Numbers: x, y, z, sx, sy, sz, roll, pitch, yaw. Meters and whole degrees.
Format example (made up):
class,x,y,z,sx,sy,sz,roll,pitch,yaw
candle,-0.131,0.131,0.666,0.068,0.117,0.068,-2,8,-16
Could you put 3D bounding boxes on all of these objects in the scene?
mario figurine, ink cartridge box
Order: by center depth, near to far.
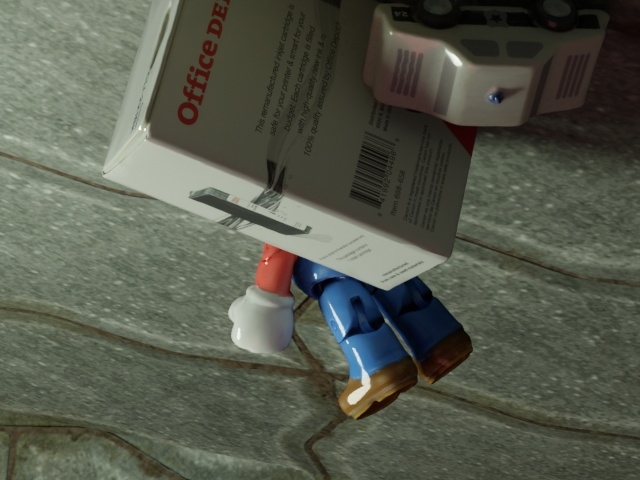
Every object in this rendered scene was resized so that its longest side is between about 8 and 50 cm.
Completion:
class,x,y,z,sx,sy,sz,roll,pitch,yaw
ink cartridge box,-0.018,-0.104,1.473,0.273,0.197,0.114,22,155,-20
mario figurine,0.000,0.000,1.619,0.170,0.320,0.198,-34,167,23

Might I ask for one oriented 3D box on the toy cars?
class,x,y,z,sx,sy,sz,roll,pitch,yaw
toy cars,0.061,-0.174,1.337,0.176,0.087,0.394,-34,132,28
